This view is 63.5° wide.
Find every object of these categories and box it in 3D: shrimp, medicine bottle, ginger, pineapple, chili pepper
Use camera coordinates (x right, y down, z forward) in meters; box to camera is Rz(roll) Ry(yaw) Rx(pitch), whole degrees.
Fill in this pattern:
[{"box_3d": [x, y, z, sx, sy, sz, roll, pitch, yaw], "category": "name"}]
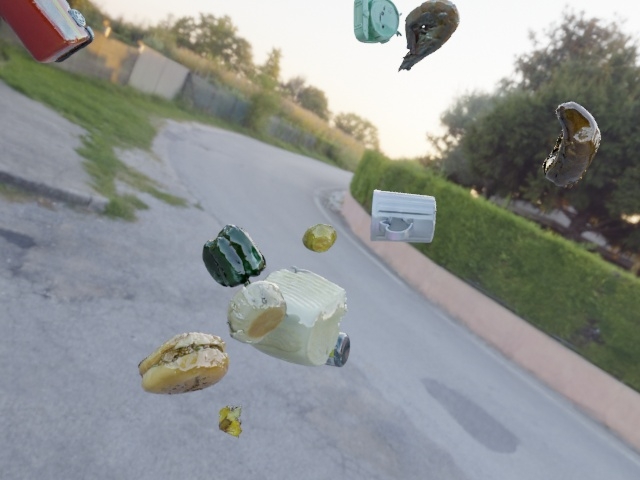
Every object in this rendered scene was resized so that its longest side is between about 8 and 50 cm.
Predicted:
[{"box_3d": [0.342, -0.700, 1.779, 0.164, 0.317, 0.062, 32, 52, -14], "category": "shrimp"}, {"box_3d": [-0.033, 0.434, 2.154, 0.293, 0.142, 0.141, 5, 1, 24], "category": "medicine bottle"}, {"box_3d": [0.667, -0.237, 1.381, 0.107, 0.133, 0.309, -9, -24, 7], "category": "ginger"}, {"box_3d": [-0.295, 0.581, 1.699, 0.077, 0.114, 0.114, 2, 33, -48], "category": "pineapple"}, {"box_3d": [-0.256, 0.079, 1.668, 0.165, 0.174, 0.261, -5, -59, 51], "category": "chili pepper"}]

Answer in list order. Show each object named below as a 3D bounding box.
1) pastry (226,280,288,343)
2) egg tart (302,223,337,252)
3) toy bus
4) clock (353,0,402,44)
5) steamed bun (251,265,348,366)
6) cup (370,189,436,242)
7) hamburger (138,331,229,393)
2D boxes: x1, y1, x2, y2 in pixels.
[{"box_3d": [-0.155, 0.175, 1.265, 0.165, 0.166, 0.088, 15, 27, -48], "category": "pastry"}, {"box_3d": [0.000, 0.000, 1.456, 0.105, 0.105, 0.039, 20, 30, -30], "category": "egg tart"}, {"box_3d": [-0.603, -0.499, 1.054, 0.265, 0.121, 0.120, 59, 17, -25], "category": "toy bus"}, {"box_3d": [0.208, -0.760, 1.779, 0.210, 0.160, 0.066, -8, 11, -33], "category": "clock"}, {"box_3d": [-0.080, 0.258, 1.536, 0.290, 0.272, 0.273, 9, 22, 32], "category": "steamed bun"}, {"box_3d": [0.260, -0.053, 1.653, 0.201, 0.221, 0.167, 4, -36, 7], "category": "cup"}, {"box_3d": [-0.493, 0.456, 1.877, 0.304, 0.284, 0.174, 21, 42, -52], "category": "hamburger"}]
